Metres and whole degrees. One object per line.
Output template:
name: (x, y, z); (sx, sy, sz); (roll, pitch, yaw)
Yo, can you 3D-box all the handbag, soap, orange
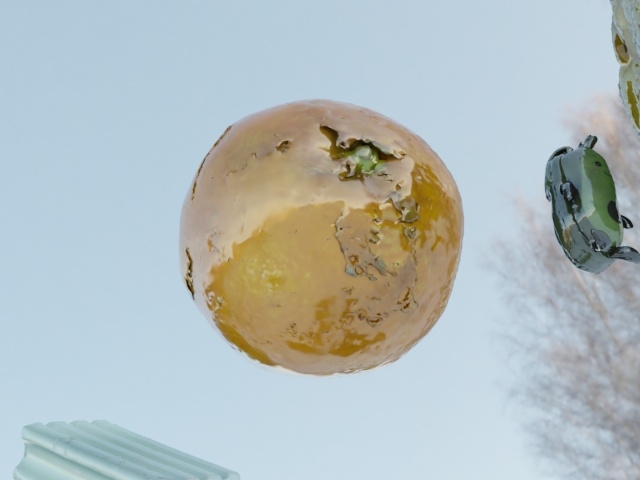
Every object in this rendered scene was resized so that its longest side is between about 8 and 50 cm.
handbag: (0.194, -0.029, 0.797); (0.072, 0.111, 0.047); (23, -43, -32)
soap: (-0.192, 0.234, 1.066); (0.119, 0.198, 0.067); (8, -86, -55)
orange: (0.000, 0.000, 0.928); (0.246, 0.246, 0.246); (-14, -36, -10)

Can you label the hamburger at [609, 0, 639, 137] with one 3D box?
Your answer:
hamburger: (0.297, -0.155, 0.788); (0.134, 0.285, 0.266); (-15, -74, 8)
